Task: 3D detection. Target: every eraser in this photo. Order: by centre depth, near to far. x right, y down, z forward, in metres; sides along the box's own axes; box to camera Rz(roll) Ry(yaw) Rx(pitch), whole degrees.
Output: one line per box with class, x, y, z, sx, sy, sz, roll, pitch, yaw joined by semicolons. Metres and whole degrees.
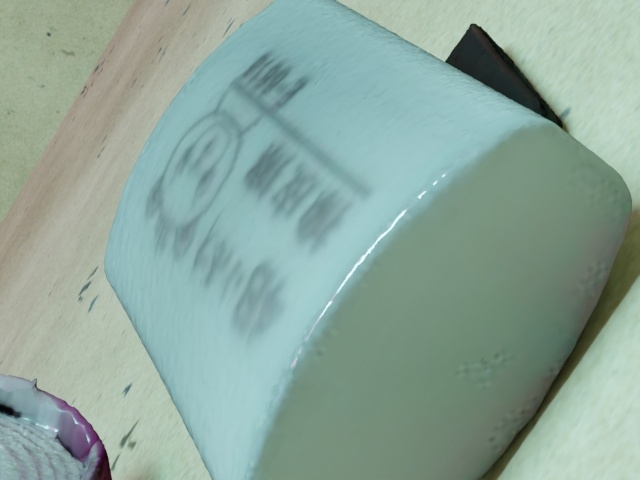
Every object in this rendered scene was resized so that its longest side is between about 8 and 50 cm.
eraser;0.000;0.000;0.639;0.174;0.095;0.270;-56;25;6

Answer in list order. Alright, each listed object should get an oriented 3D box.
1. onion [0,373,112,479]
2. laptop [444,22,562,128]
onion;-0.199;0.180;0.834;0.200;0.200;0.207;-53;30;17
laptop;0.032;0.004;0.735;0.207;0.026;0.154;-55;18;14
